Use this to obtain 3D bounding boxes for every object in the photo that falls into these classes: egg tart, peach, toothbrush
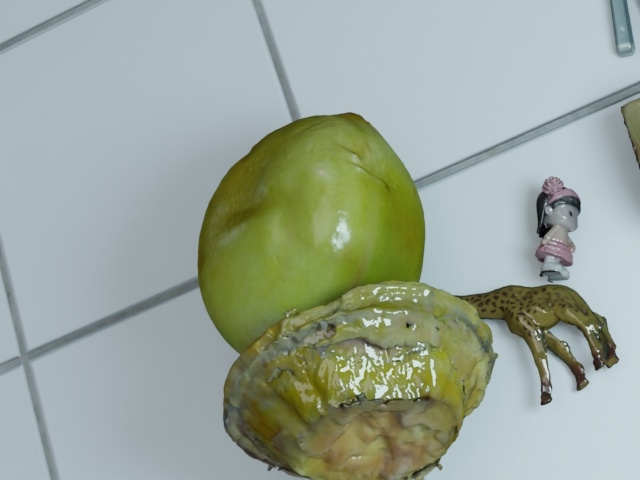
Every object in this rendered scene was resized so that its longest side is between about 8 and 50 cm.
[{"bbox_3d":[0.056,0.199,1.762,0.352,0.352,0.150,-28,45,12],"label":"egg tart"},{"bbox_3d":[-0.004,0.008,1.874,0.314,0.282,0.315,-37,42,41],"label":"peach"},{"bbox_3d":[0.388,-0.406,1.982,0.025,0.030,0.342,-11,71,18],"label":"toothbrush"}]

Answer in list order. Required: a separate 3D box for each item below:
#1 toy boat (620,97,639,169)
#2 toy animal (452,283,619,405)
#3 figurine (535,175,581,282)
[{"bbox_3d":[0.435,-0.092,1.829,0.061,0.116,0.188,-22,66,19],"label":"toy boat"},{"bbox_3d":[0.249,0.106,1.875,0.275,0.054,0.149,30,88,24],"label":"toy animal"},{"bbox_3d":[0.297,-0.013,1.878,0.054,0.072,0.129,-4,67,42],"label":"figurine"}]
